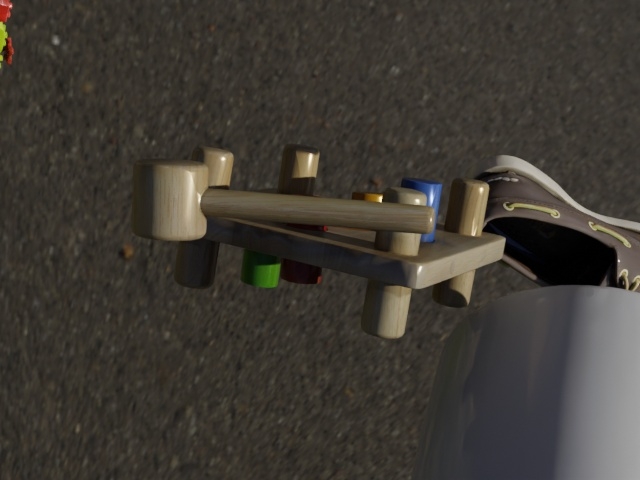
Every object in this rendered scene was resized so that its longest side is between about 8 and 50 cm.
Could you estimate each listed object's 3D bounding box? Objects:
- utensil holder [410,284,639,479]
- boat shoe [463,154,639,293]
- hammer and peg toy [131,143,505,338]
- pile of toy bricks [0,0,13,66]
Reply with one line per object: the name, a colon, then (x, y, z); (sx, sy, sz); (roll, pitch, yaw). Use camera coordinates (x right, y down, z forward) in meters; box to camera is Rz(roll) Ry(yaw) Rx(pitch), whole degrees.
utensil holder: (0.224, 0.280, 1.047); (0.328, 0.327, 0.385); (23, 48, -6)
boat shoe: (0.297, 0.022, 1.331); (0.324, 0.116, 0.096); (29, 37, -18)
hammer and peg toy: (0.000, 0.000, 1.042); (0.266, 0.361, 0.127); (13, 100, 22)
pile of toy bricks: (-0.272, -0.142, 0.861); (0.105, 0.212, 0.118); (-3, 56, -28)
